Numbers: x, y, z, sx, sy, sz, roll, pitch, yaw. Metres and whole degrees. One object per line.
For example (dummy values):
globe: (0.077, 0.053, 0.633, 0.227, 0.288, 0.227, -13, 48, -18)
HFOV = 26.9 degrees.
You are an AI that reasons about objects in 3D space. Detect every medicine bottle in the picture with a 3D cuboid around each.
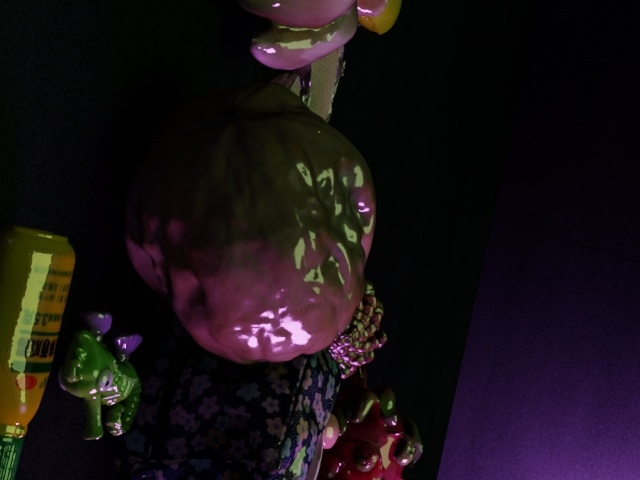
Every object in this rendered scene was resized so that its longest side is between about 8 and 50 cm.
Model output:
medicine bottle: (-0.250, 0.118, 1.041, 0.095, 0.064, 0.260, 18, 85, -75)

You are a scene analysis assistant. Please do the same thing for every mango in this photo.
mango: (0.081, -0.338, 1.878, 0.165, 0.074, 0.091, 9, 91, -75)

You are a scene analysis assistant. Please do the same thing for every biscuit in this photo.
biscuit: (-0.026, -0.177, 1.666, 0.147, 0.046, 0.250, 85, 23, -45)

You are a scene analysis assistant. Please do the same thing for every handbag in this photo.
handbag: (-0.099, 0.180, 1.377, 0.126, 0.208, 0.228, 67, 31, -43)

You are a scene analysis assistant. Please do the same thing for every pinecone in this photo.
pinecone: (0.005, 0.108, 1.816, 0.173, 0.174, 0.173, 12, 90, -75)

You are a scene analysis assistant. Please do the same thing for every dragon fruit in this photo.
dragon fruit: (0.033, 0.290, 2.006, 0.198, 0.272, 0.218, -18, 139, -20)

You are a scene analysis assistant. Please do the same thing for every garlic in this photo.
garlic: (-0.001, -0.331, 1.495, 0.325, 0.132, 0.278, -39, 133, -74)

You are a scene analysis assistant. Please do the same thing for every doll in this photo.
doll: (-0.202, 0.133, 1.259, 0.190, 0.050, 0.115, 59, 42, -72)

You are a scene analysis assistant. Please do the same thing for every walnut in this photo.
walnut: (-0.065, -0.015, 1.295, 0.227, 0.273, 0.273, -29, 141, -22)

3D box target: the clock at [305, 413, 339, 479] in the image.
clock: (-0.092, 0.231, 1.599, 0.241, 0.142, 0.227, 71, 32, -45)
